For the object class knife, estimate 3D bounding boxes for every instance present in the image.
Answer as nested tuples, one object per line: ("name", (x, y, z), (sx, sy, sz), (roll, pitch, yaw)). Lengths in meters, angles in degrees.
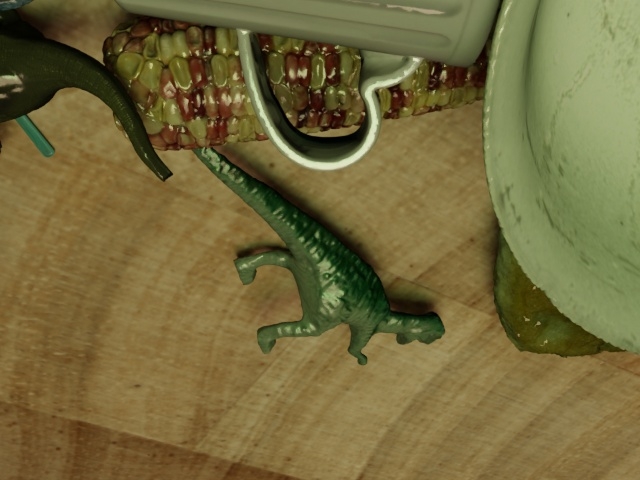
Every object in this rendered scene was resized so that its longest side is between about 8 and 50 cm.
("knife", (-0.225, -0.094, 0.631), (0.014, 0.005, 0.091), (-21, 132, 10))

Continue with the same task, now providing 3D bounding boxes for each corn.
("corn", (0.002, -0.120, 0.574), (0.290, 0.098, 0.098), (-9, 134, -2))

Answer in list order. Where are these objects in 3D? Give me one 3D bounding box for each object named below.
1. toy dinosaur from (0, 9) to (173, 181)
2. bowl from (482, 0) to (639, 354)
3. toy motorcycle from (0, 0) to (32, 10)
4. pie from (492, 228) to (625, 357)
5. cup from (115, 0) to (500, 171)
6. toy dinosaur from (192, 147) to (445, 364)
("toy dinosaur", (-0.190, -0.081, 0.575), (0.179, 0.087, 0.187), (32, 145, -15))
("bowl", (0.282, -0.143, 0.508), (0.435, 0.196, 0.434), (-4, 126, -5))
("toy motorcycle", (-0.205, -0.233, 0.441), (0.136, 0.092, 0.254), (4, 129, -11))
("pie", (0.304, 0.011, 0.741), (0.324, 0.070, 0.323), (-3, 139, -2))
("cup", (-0.008, -0.161, 0.451), (0.202, 0.220, 0.167), (6, 167, -1))
("toy dinosaur", (-0.039, 0.027, 0.729), (0.129, 0.076, 0.383), (-39, 130, 19))
